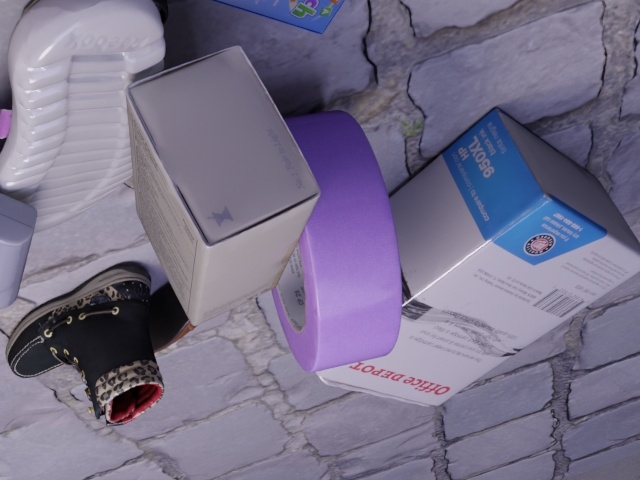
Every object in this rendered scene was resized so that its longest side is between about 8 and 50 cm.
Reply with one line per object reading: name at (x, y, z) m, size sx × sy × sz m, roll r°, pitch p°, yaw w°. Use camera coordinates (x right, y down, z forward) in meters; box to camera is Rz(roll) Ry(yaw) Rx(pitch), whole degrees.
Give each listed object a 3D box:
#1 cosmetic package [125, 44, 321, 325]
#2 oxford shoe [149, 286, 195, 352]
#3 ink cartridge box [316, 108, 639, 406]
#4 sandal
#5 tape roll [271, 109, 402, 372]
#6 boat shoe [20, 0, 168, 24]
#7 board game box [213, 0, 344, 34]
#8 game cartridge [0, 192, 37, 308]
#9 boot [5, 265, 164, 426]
cosmetic package at (-0.105, -0.036, 0.862) m, size 0.113 × 0.160 × 0.309 m, roll -25°, pitch 170°, yaw -17°
oxford shoe at (-0.172, 0.092, 1.179) m, size 0.212 × 0.076 × 0.076 m, roll -37°, pitch 152°, yaw 24°
ink cartridge box at (0.195, 0.047, 1.206) m, size 0.395 × 0.166 × 0.285 m, roll -40°, pitch 139°, yaw 25°
sandal at (-0.237, -0.125, 0.827) m, size 0.169 × 0.102 × 0.416 m, roll -19°, pitch 167°, yaw -33°
tape roll at (0.000, 0.000, 0.957) m, size 0.090 × 0.274 × 0.274 m, roll -12°, pitch 144°, yaw -13°
boat shoe at (-0.203, -0.203, 0.791) m, size 0.133 × 0.042 × 0.049 m, roll -14°, pitch 147°, yaw -6°
board game box at (-0.049, -0.275, 0.768) m, size 0.211 × 0.039 × 0.160 m, roll 9°, pitch 136°, yaw -34°
game cartridge at (-0.426, -0.019, 0.829) m, size 0.294 × 0.060 × 0.196 m, roll 15°, pitch 146°, yaw -16°
boot at (-0.299, 0.157, 1.108) m, size 0.236 × 0.178 × 0.085 m, roll -32°, pitch 143°, yaw 16°
